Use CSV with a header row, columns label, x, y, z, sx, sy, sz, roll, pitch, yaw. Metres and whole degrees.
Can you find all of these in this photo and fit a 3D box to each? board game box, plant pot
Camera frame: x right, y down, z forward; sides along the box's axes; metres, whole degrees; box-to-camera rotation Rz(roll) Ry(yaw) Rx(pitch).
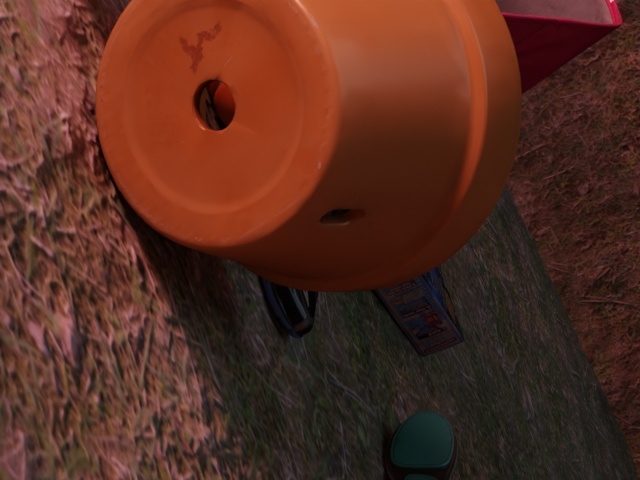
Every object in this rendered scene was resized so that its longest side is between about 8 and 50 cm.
label,x,y,z,sx,sy,sz,roll,pitch,yaw
board game box,0.105,0.034,1.883,0.194,0.060,0.194,-95,160,-51
plant pot,-0.026,-0.096,1.149,0.203,0.291,0.291,-10,78,-60

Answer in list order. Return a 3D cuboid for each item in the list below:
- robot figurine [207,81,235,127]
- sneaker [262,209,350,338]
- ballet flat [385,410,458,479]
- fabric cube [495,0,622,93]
label,x,y,z,sx,sy,sz,roll,pitch,yaw
robot figurine,-0.051,-0.182,1.450,0.128,0.158,0.219,2,64,-42
sneaker,0.000,0.000,1.408,0.067,0.078,0.188,58,41,-45
ballet flat,0.096,0.244,1.527,0.213,0.072,0.068,-79,173,-66
fabric cube,0.094,-0.258,1.578,0.259,0.258,0.254,-3,65,-48
